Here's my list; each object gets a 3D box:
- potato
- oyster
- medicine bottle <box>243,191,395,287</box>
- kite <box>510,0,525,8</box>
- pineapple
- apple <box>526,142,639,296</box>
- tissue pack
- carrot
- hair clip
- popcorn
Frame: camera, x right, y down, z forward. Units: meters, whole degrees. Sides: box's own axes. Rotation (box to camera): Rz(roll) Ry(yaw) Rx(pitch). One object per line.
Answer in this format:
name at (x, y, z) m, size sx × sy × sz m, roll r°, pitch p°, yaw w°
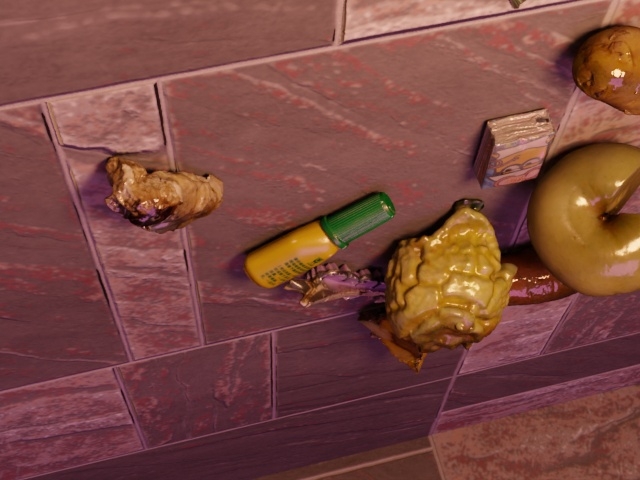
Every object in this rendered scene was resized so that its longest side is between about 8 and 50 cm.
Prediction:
potato at (0.481, -0.268, 1.596) m, size 0.176 × 0.137 × 0.137 m, roll 21°, pitch 137°, yaw -29°
oyster at (-0.256, -0.058, 1.630) m, size 0.161 × 0.107 × 0.232 m, roll -34°, pitch 152°, yaw 15°
medicine bottle at (0.000, 0.000, 1.897) m, size 0.309 × 0.076 × 0.111 m, roll -26°, pitch 158°, yaw 20°
kite at (0.337, -0.399, 1.407) m, size 0.250 × 0.012 × 0.229 m, roll 0°, pitch 150°, yaw -31°
pineapple at (0.185, 0.180, 2.343) m, size 0.164 × 0.140 × 0.250 m, roll 16°, pitch 149°, yaw 30°
apple at (0.535, -0.037, 1.897) m, size 0.292 × 0.292 × 0.254 m, roll -21°, pitch 168°, yaw 9°
tissue pack at (0.343, -0.159, 1.800) m, size 0.115 × 0.065 × 0.155 m, roll -12°, pitch 152°, yaw -8°
carrot at (0.449, 0.086, 2.254) m, size 0.301 × 0.139 × 0.139 m, roll -15°, pitch 153°, yaw -3°
hair clip at (0.052, 0.100, 2.122) m, size 0.292 × 0.085 × 0.106 m, roll 4°, pitch 142°, yaw -44°
popcorn at (0.266, 0.101, 2.062) m, size 0.293 × 0.237 × 0.293 m, roll -9°, pitch 153°, yaw -5°
